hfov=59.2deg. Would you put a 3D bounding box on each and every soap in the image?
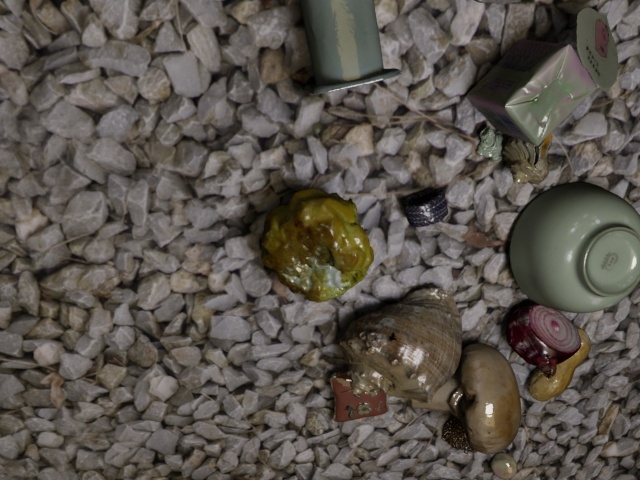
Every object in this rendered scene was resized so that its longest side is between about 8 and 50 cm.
[{"bbox_3d":[0.460,-0.331,1.242,0.138,0.199,0.182,40,99,-22],"label":"soap"}]

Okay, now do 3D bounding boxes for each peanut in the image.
[{"bbox_3d":[0.703,0.368,1.669,0.117,0.101,0.263,20,112,6],"label":"peanut"}]

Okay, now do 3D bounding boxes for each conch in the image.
[{"bbox_3d":[0.512,-0.225,1.335,0.130,0.155,0.207,33,85,-5],"label":"conch"},{"bbox_3d":[0.224,0.278,1.430,0.297,0.210,0.352,43,98,-3],"label":"conch"}]

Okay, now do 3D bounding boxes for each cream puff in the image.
[{"bbox_3d":[0.001,0.002,1.291,0.281,0.185,0.282,10,125,14],"label":"cream puff"}]

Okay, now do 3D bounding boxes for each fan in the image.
[{"bbox_3d":[0.615,-0.462,1.217,0.182,0.010,0.310,40,61,-27],"label":"fan"}]

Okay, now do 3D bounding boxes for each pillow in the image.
[{"bbox_3d":[0.113,0.431,1.570,0.171,0.075,0.179,-9,117,-10],"label":"pillow"}]

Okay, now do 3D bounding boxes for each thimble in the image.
[{"bbox_3d":[0.254,-0.079,1.363,0.104,0.095,0.066,-14,115,9],"label":"thimble"}]

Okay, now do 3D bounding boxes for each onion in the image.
[{"bbox_3d":[0.604,0.292,1.546,0.195,0.218,0.140,28,136,-17],"label":"onion"}]

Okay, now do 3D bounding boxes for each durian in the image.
[{"bbox_3d":[0.464,0.581,1.711,0.148,0.091,0.189,22,105,-21],"label":"durian"}]

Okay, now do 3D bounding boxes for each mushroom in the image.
[{"bbox_3d":[0.393,0.437,1.547,0.289,0.293,0.293,-4,116,8],"label":"mushroom"},{"bbox_3d":[0.594,0.729,1.823,0.083,0.067,0.084,3,98,20],"label":"mushroom"}]

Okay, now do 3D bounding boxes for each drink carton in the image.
[{"bbox_3d":[0.048,-0.406,1.137,0.190,0.185,0.190,-13,105,-5],"label":"drink carton"}]

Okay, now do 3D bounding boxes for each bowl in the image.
[{"bbox_3d":[0.686,0.034,1.428,0.353,0.185,0.354,-2,102,-10],"label":"bowl"}]

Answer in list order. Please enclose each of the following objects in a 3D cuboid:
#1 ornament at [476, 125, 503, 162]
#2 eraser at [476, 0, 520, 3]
[{"bbox_3d":[0.411,-0.232,1.363,0.092,0.041,0.068,25,111,-32],"label":"ornament"},{"bbox_3d":[0.363,-0.670,1.136,0.111,0.077,0.353,-6,114,-14],"label":"eraser"}]
